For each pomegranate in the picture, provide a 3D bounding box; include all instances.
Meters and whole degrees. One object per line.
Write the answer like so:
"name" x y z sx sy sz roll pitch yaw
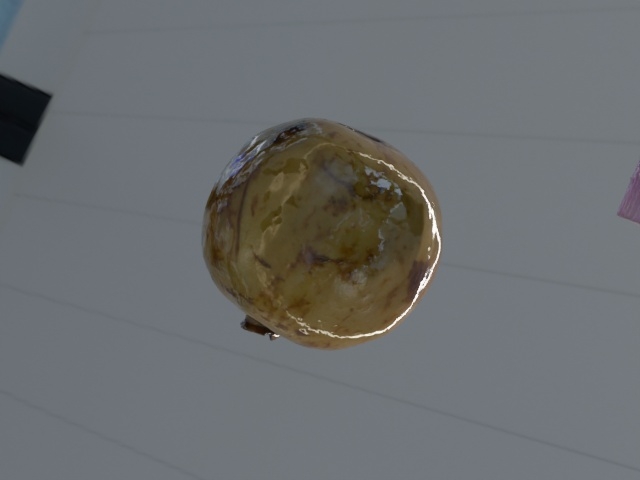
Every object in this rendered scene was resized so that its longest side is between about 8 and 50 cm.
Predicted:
"pomegranate" 0.000 0.000 0.894 0.215 0.215 0.215 -19 -122 33

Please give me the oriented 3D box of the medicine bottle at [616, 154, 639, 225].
"medicine bottle" 0.375 -0.120 0.813 0.178 0.178 0.290 30 -79 45
